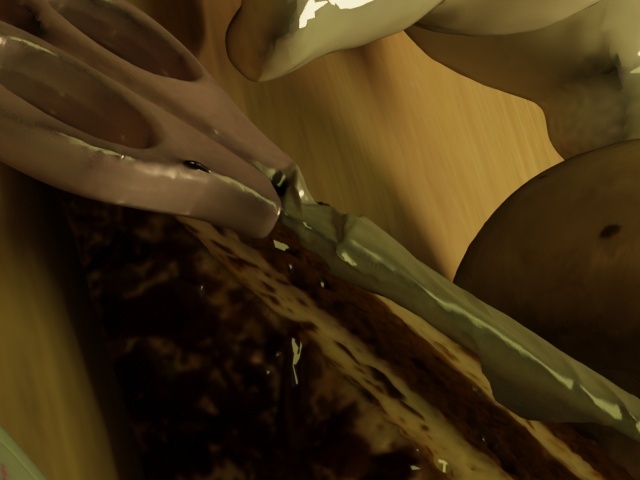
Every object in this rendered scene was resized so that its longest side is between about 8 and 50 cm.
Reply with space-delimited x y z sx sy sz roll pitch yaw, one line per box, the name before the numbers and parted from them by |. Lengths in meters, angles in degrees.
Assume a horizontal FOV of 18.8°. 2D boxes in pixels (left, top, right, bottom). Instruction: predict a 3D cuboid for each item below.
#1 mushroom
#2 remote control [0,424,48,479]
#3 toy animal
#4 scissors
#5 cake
mushroom | 0.138 0.074 0.746 0.207 0.207 0.215 46 61 -54
remote control | -0.070 0.043 0.325 0.166 0.029 0.065 57 21 -35
toy animal | 0.077 -0.133 0.728 0.241 0.196 0.367 66 13 1
scissors | 0.000 -0.001 0.448 0.212 0.021 0.110 33 21 -8
cake | 0.036 0.057 0.467 0.112 0.135 0.246 13 57 -70
